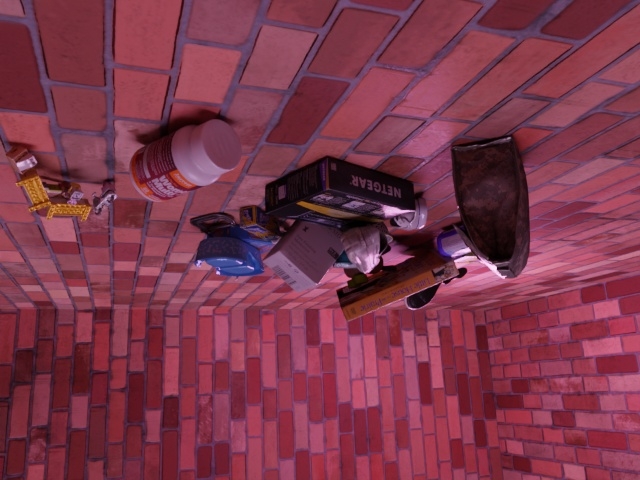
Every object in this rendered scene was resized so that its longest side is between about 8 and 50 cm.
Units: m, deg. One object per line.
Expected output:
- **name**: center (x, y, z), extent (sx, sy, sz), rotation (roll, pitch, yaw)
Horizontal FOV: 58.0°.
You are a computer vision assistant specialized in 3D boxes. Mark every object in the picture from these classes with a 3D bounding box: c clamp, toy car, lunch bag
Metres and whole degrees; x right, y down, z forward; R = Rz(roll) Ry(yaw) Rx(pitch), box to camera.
- **c clamp**: center (-0.320, -0.049, 1.754), extent (0.161, 0.022, 0.137), rotation (-14, 152, 37)
- **toy car**: center (0.185, 0.078, 2.108), extent (0.188, 0.155, 0.149), rotation (-8, 168, -16)
- **lunch bag**: center (0.396, -0.055, 1.327), extent (0.169, 0.287, 0.235), rotation (-8, 165, 21)

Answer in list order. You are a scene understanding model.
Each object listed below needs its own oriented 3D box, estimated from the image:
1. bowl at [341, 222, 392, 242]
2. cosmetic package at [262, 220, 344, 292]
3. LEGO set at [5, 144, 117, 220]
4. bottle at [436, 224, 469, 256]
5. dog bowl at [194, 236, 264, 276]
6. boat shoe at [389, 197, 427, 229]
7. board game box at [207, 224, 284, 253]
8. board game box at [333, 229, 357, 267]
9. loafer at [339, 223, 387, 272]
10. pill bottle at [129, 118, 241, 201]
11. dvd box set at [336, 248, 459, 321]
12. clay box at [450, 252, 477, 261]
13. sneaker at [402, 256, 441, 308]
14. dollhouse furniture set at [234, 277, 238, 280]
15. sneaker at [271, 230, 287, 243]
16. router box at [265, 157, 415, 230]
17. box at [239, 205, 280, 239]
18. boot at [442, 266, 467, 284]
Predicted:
- **bowl**: center (0.134, -0.035, 1.771), extent (0.170, 0.080, 0.170), rotation (-3, 166, -1)
- **cosmetic package**: center (-0.042, 0.031, 1.698), extent (0.151, 0.183, 0.151), rotation (42, 154, -10)
- **LEGO set**: center (-0.610, -0.133, 1.303), extent (0.132, 0.107, 0.287), rotation (-42, 150, 9)
- **bottle**: center (0.510, -0.016, 1.885), extent (0.118, 0.092, 0.283), rotation (1, 166, -33)
- **dog bowl**: center (-0.291, 0.055, 1.874), extent (0.166, 0.074, 0.297), rotation (-7, 164, 16)
- **boat shoe**: center (0.250, -0.065, 1.669), extent (0.076, 0.083, 0.226), rotation (-3, 166, -4)
- **board game box**: center (-0.244, -0.002, 1.902), extent (0.210, 0.047, 0.160), rotation (10, 161, -37)
- **board game box**: center (0.088, 0.027, 1.856), extent (0.126, 0.186, 0.026), rotation (1, 123, -12)
- **loafer**: center (0.138, 0.022, 1.621), extent (0.111, 0.112, 0.319), rotation (-23, 169, 7)
- **pill bottle**: center (-0.268, -0.158, 1.144), extent (0.221, 0.121, 0.121), rotation (-14, 162, 38)
- **dvd box set**: center (0.266, 0.154, 2.102), extent (0.420, 0.062, 0.307), rotation (-23, -173, 2)
- **clay box**: center (0.631, 0.055, 2.265), extent (0.222, 0.053, 0.127), rotation (3, 165, -16)
- **sneaker**: center (0.373, 0.158, 2.303), extent (0.178, 0.124, 0.295), rotation (-5, -147, 49)
- **dollhouse furniture set**: center (-0.330, 0.129, 2.330), extent (0.091, 0.081, 0.114), rotation (3, 165, -20)
- **sneaker**: center (-0.110, 0.002, 1.839), extent (0.054, 0.061, 0.152), rotation (-7, -177, 22)
- **router box**: center (0.051, -0.107, 1.475), extent (0.309, 0.081, 0.243), rotation (10, 162, -41)
- **box**: center (-0.177, -0.050, 1.702), extent (0.054, 0.059, 0.169), rotation (-10, 164, 19)
- **boot**: center (0.468, 0.119, 2.108), extent (0.106, 0.037, 0.114), rotation (-25, -169, -6)
